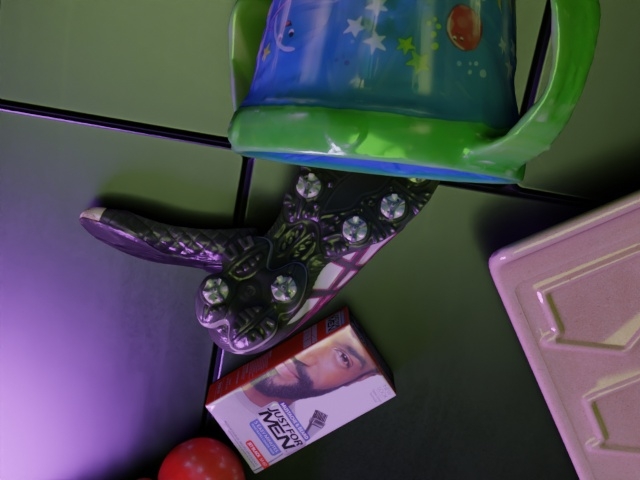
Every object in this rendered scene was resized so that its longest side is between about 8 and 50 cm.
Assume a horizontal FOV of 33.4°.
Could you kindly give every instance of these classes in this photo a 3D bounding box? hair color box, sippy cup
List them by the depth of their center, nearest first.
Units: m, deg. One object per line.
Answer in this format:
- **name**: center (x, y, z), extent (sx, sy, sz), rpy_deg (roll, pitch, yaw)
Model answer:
- **sippy cup**: center (0.056, -0.166, 0.837), extent (0.306, 0.240, 0.224), rpy_deg (7, 92, 9)
- **hair color box**: center (-0.019, 0.150, 1.065), extent (0.167, 0.053, 0.093), rpy_deg (-31, 105, 8)

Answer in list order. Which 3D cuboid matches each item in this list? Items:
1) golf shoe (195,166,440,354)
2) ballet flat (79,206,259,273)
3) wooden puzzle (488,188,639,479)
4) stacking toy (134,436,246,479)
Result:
- **golf shoe**: center (0.000, 0.000, 0.998), extent (0.273, 0.120, 0.105), rpy_deg (-40, 73, -8)
- **ballet flat**: center (-0.144, -0.005, 1.021), extent (0.173, 0.057, 0.049), rpy_deg (14, 68, -7)
- **wooden puzzle**: center (0.365, 0.083, 1.038), extent (0.322, 0.080, 0.347), rpy_deg (-23, 112, 8)
- **stacking toy**: center (-0.216, 0.318, 1.087), extent (0.330, 0.141, 0.141), rpy_deg (-41, 105, 7)
